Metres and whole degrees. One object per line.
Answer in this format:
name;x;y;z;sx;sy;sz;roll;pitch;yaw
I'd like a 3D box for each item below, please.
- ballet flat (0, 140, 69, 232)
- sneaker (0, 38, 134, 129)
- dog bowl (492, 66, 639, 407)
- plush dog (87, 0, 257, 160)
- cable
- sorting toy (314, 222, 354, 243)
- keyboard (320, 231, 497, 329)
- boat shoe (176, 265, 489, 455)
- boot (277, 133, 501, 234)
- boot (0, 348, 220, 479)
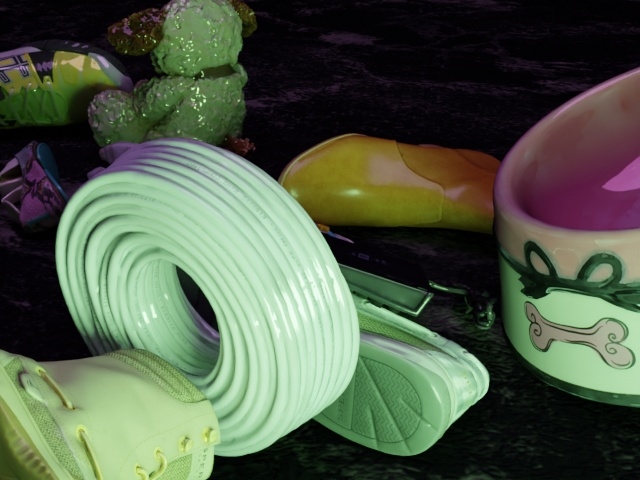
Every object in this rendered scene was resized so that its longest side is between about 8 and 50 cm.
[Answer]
ballet flat;-0.361;-0.066;1.437;0.079;0.077;0.221;-26;28;-7
sneaker;-0.467;-0.212;1.742;0.385;0.145;0.147;2;43;13
dog bowl;0.336;-0.037;1.036;0.408;0.150;0.408;-20;25;10
plush dog;-0.177;-0.233;1.611;0.262;0.225;0.210;-21;29;-39
cable;-0.093;0.045;0.900;0.257;0.257;0.089;-4;20;43
sorting toy;0.000;0.000;1.297;0.075;0.045;0.083;5;14;-42
keyboard;0.073;0.039;1.067;0.201;0.033;0.317;18;5;2
boat shoe;-0.012;0.083;1.000;0.320;0.118;0.103;18;23;31
boot;0.119;-0.053;1.316;0.295;0.104;0.211;-12;24;-37
boot;-0.134;0.175;0.782;0.262;0.095;0.203;49;22;28
